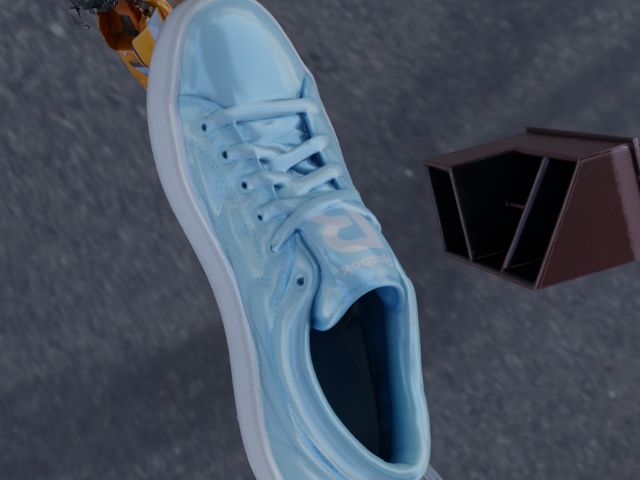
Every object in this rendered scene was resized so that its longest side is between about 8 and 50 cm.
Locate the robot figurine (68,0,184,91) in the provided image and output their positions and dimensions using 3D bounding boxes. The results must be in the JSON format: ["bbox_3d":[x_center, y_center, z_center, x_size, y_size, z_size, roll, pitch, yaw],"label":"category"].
[{"bbox_3d":[-0.160,-0.266,1.638,0.085,0.291,0.211,3,65,15],"label":"robot figurine"}]

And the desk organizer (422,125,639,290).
[{"bbox_3d":[0.083,-0.014,0.715,0.050,0.130,0.047,-16,98,-9],"label":"desk organizer"}]

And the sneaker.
[{"bbox_3d":[0.000,0.000,1.200,0.135,0.150,0.366,-18,91,-35],"label":"sneaker"}]

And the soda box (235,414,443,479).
[{"bbox_3d":[0.041,0.206,1.513,0.098,0.286,0.091,-47,128,2],"label":"soda box"}]
